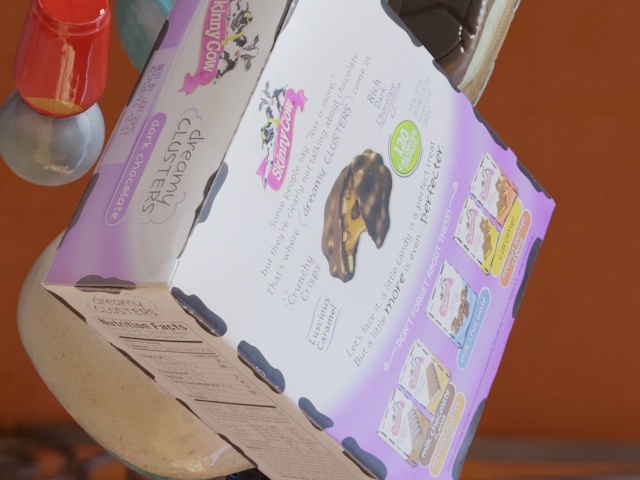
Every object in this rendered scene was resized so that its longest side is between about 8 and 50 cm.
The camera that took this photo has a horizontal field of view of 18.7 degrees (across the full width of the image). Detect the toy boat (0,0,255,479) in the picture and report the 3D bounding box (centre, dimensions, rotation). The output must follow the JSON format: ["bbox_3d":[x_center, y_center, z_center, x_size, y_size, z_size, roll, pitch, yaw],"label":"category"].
[{"bbox_3d":[-0.079,-0.006,1.111,0.318,0.267,0.148,49,-35,23],"label":"toy boat"}]

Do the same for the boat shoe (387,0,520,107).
[{"bbox_3d":[0.076,-0.136,0.960,0.190,0.068,0.072,-64,154,-25],"label":"boat shoe"}]

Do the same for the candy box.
[{"bbox_3d":[0.000,0.000,0.786,0.196,0.070,0.165,46,57,-40],"label":"candy box"}]

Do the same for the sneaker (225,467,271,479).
[{"bbox_3d":[-0.003,0.139,1.221,0.079,0.121,0.217,-1,113,-49],"label":"sneaker"}]

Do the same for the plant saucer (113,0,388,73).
[{"bbox_3d":[-0.010,-0.217,1.512,0.044,0.317,0.317,78,11,-48],"label":"plant saucer"}]
